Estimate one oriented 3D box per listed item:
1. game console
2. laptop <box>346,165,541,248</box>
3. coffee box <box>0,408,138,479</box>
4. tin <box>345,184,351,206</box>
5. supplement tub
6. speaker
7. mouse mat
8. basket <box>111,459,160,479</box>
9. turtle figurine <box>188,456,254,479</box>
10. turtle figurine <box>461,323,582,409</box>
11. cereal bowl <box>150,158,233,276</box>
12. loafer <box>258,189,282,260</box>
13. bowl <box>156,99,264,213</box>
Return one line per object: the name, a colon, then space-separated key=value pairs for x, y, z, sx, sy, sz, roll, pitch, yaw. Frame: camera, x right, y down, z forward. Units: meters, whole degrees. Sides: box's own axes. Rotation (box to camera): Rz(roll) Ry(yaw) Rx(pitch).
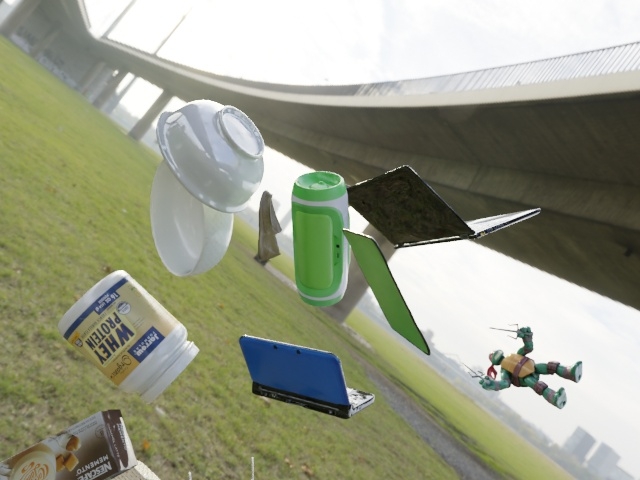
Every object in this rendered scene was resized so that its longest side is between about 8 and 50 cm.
game console: x=-0.030 y=0.333 z=1.267 sx=0.293 sy=0.174 sz=0.250 roll=5 pitch=0 yaw=30
laptop: x=0.335 y=-0.113 z=1.452 sx=0.382 sy=0.407 sz=0.237 roll=-11 pitch=-83 yaw=64
coffee box: x=-0.555 y=0.498 z=1.089 sx=0.141 sy=0.246 sz=0.098 roll=62 pitch=-4 yaw=18
tin: x=0.031 y=-0.146 z=1.771 sx=0.040 sy=0.189 sz=0.106 roll=77 pitch=3 yaw=-45
supplement tub: x=-0.512 y=0.263 z=1.336 sx=0.316 sy=0.228 sz=0.228 roll=44 pitch=-4 yaw=-5
speaker: x=0.000 y=0.000 z=1.121 sx=0.131 sy=0.131 sz=0.297 roll=35 pitch=-45 yaw=46
mouse mat: x=0.092 y=0.070 z=0.719 sx=0.190 sy=0.007 sz=0.152 roll=64 pitch=-10 yaw=-13
basket: x=-0.524 y=0.675 z=1.355 sx=0.113 sy=0.103 sz=0.167 roll=33 pitch=-23 yaw=19
turtle figurine: x=-0.270 y=0.746 z=1.393 sx=0.197 sy=0.275 sz=0.266 roll=22 pitch=-29 yaw=-20
turtle figurine: x=0.455 y=0.284 z=1.120 sx=0.234 sy=0.175 sz=0.118 roll=17 pitch=-16 yaw=49
cereal bowl: x=-0.344 y=-0.070 z=1.373 sx=0.141 sy=0.339 sz=0.339 roll=-4 pitch=28 yaw=-41
loafer: x=-0.105 y=-0.031 z=1.023 sx=0.050 sy=0.148 sz=0.056 roll=1 pitch=0 yaw=-7
bowl: x=-0.229 y=-0.223 z=1.174 sx=0.298 sy=0.134 sz=0.298 roll=41 pitch=32 yaw=-33
